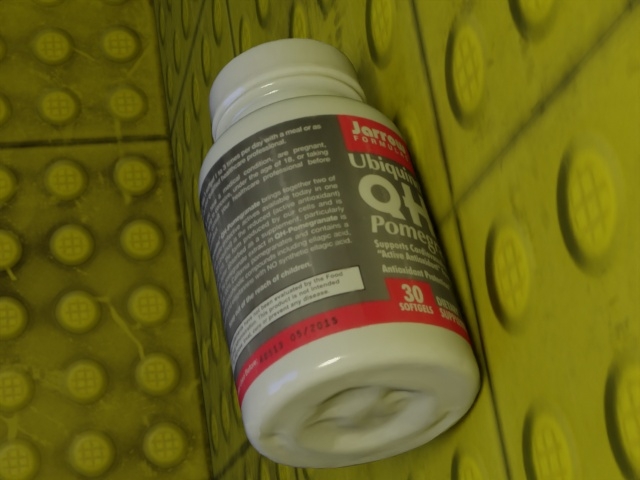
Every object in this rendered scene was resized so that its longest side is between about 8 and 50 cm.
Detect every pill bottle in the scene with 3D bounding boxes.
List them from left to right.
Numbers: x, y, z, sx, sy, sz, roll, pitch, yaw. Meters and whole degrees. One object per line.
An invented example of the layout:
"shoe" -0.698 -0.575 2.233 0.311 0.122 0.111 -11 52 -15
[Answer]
"pill bottle" 0.000 0.000 0.947 0.176 0.176 0.318 106 155 -53
